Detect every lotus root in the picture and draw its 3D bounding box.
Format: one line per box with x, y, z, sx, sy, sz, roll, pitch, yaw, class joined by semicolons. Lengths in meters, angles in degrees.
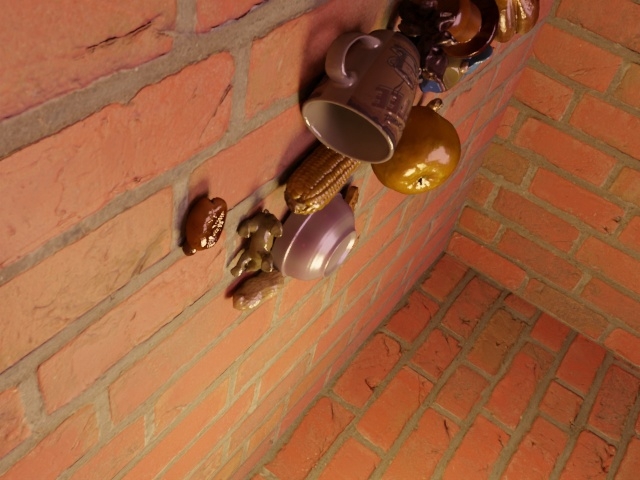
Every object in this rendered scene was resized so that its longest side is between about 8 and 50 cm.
0.598;-0.752;2.081;0.188;0.199;0.180;-61;168;-12;lotus root

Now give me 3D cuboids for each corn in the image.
0.034;-0.199;1.659;0.363;0.120;0.120;-49;160;-26;corn

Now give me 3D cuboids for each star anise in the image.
0.231;-0.485;1.601;0.099;0.220;0.214;13;104;-43;star anise

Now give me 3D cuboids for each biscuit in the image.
0.080;-0.063;2.078;0.249;0.035;0.184;99;15;-58;biscuit

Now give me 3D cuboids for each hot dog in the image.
-0.238;-0.027;1.339;0.090;0.060;0.140;-28;140;-50;hot dog

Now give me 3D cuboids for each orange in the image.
0.281;-0.272;1.972;0.279;0.235;0.279;-10;155;-5;orange

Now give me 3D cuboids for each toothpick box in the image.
0.358;-0.595;1.755;0.294;0.192;0.192;-12;132;-58;toothpick box

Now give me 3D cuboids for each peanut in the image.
-0.167;0.133;1.755;0.187;0.082;0.082;-30;147;-55;peanut

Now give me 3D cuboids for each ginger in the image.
0.311;-0.334;2.216;0.334;0.081;0.148;-64;166;22;ginger

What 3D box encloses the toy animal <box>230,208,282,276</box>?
-0.150;0.014;1.607;0.101;0.103;0.219;-74;179;-57;toy animal

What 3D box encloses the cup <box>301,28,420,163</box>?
0.096;-0.359;1.460;0.257;0.227;0.301;-64;151;-18;cup

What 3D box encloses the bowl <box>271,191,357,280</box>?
0.000;0.000;1.844;0.287;0.143;0.287;-50;164;-19;bowl

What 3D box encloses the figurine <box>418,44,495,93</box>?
0.393;-0.546;1.972;0.262;0.154;0.180;-32;-164;6;figurine
